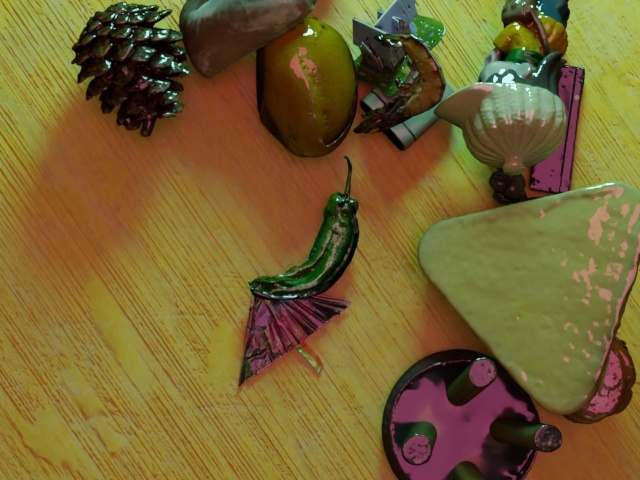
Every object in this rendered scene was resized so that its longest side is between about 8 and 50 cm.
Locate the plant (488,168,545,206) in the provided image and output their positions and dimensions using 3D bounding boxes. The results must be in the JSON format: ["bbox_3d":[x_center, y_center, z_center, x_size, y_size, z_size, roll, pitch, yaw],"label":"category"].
[{"bbox_3d":[0.350,-0.063,1.776,0.174,0.087,0.085,51,54,-6],"label":"plant"}]

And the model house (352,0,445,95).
[{"bbox_3d":[0.119,-0.346,1.730,0.117,0.088,0.167,35,78,31],"label":"model house"}]

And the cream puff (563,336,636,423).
[{"bbox_3d":[0.459,0.230,1.749,0.150,0.115,0.165,39,96,7],"label":"cream puff"}]

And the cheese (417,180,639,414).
[{"bbox_3d":[0.330,0.057,1.686,0.384,0.104,0.383,-1,86,20],"label":"cheese"}]

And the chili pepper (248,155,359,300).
[{"bbox_3d":[0.000,0.000,1.735,0.122,0.065,0.278,35,87,-26],"label":"chili pepper"}]

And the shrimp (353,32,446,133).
[{"bbox_3d":[0.109,-0.260,1.683,0.195,0.035,0.147,-26,98,35],"label":"shrimp"}]

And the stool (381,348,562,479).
[{"bbox_3d":[0.244,0.319,1.691,0.272,0.178,0.271,0,87,-6],"label":"stool"}]

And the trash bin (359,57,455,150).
[{"bbox_3d":[0.152,-0.238,1.770,0.130,0.059,0.116,-43,90,-7],"label":"trash bin"}]

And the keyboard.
[{"bbox_3d":[0.417,-0.197,1.814,0.072,0.023,0.231,9,86,2],"label":"keyboard"}]

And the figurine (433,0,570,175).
[{"bbox_3d":[0.348,-0.269,1.708,0.205,0.185,0.332,30,75,24],"label":"figurine"}]

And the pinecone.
[{"bbox_3d":[-0.297,-0.280,1.667,0.184,0.179,0.204,-31,97,35],"label":"pinecone"}]

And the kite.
[{"bbox_3d":[-0.064,0.155,1.752,0.241,0.014,0.183,-41,94,-6],"label":"kite"}]

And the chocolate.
[{"bbox_3d":[-0.130,-0.391,1.675,0.254,0.080,0.156,-28,59,19],"label":"chocolate"}]

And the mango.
[{"bbox_3d":[-0.019,-0.255,1.717,0.167,0.136,0.235,-1,92,-9],"label":"mango"}]
